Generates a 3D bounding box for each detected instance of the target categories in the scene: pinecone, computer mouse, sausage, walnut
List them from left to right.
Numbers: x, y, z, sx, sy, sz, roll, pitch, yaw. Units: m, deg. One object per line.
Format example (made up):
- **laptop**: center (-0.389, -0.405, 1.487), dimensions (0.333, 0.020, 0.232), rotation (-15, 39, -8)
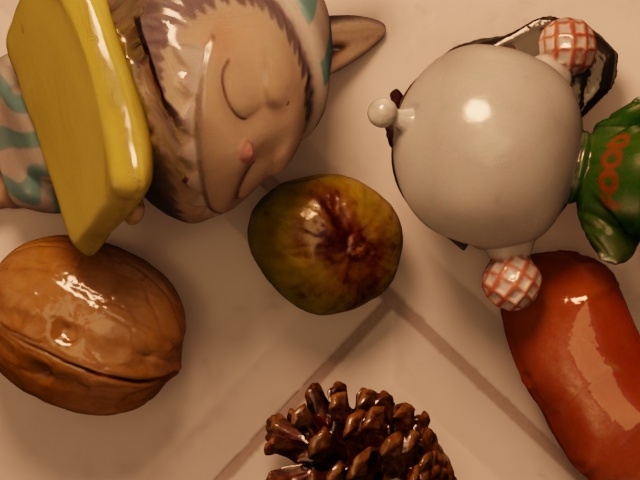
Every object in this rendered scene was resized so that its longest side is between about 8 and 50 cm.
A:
- **walnut**: center (-0.229, 0.082, 1.693), dimensions (0.207, 0.167, 0.167), rotation (24, 91, 6)
- **pinecone**: center (0.038, 0.225, 1.667), dimensions (0.169, 0.212, 0.185), rotation (-23, 132, -27)
- **computer mouse**: center (0.197, -0.156, 1.715), dimensions (0.192, 0.062, 0.105), rotation (-15, 89, 10)
- **sausage**: center (0.260, 0.127, 1.675), dimensions (0.133, 0.133, 0.258), rotation (-27, 83, 3)

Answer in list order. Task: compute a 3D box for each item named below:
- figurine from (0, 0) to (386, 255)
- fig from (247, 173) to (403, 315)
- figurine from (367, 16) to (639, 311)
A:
- **figurine**: center (-0.105, -0.141, 1.678), dimensions (0.378, 0.361, 0.266), rotation (-10, 92, -30)
- **fig**: center (0.003, 0.001, 1.695), dimensions (0.153, 0.121, 0.136), rotation (30, 87, 4)
- **figurine**: center (0.224, -0.069, 1.599), dimensions (0.370, 0.167, 0.281), rotation (14, 85, 3)
